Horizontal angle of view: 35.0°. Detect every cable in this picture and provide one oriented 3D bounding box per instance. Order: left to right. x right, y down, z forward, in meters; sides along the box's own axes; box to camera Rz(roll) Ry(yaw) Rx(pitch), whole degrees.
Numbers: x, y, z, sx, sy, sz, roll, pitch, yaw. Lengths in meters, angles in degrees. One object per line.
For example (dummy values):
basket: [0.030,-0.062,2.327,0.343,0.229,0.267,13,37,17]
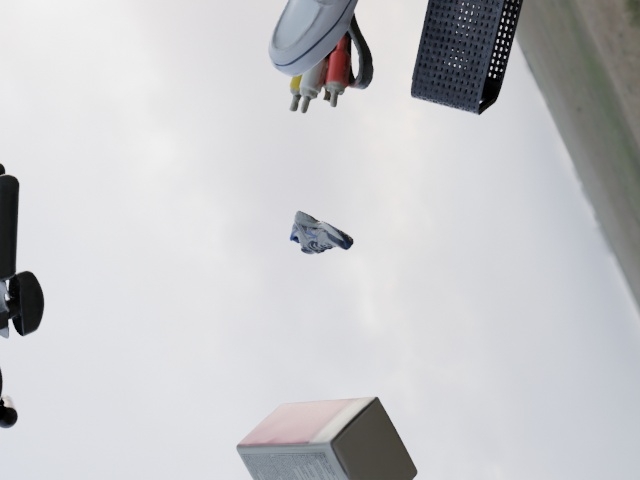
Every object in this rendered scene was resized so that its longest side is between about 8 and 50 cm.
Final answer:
cable: [0.020,-0.327,1.500,0.072,0.139,0.287,6,-91,-44]

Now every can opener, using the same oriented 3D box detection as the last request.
can opener: [-0.435,0.017,1.393,0.074,0.093,0.280,36,134,31]

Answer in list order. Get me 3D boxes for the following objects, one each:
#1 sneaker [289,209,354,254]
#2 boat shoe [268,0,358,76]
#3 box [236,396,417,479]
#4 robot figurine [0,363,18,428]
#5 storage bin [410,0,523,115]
sneaker: [0.000,0.000,1.579,0.052,0.058,0.135,27,178,-39]
boat shoe: [0.005,-0.277,1.029,0.083,0.226,0.076,37,-174,40]
box: [0.007,0.339,1.570,0.127,0.232,0.148,-38,-74,-40]
robot figurine: [-0.602,0.224,1.634,0.278,0.173,0.209,11,119,70]
storage bin: [0.172,-0.245,1.153,0.122,0.084,0.180,-39,-36,-62]
